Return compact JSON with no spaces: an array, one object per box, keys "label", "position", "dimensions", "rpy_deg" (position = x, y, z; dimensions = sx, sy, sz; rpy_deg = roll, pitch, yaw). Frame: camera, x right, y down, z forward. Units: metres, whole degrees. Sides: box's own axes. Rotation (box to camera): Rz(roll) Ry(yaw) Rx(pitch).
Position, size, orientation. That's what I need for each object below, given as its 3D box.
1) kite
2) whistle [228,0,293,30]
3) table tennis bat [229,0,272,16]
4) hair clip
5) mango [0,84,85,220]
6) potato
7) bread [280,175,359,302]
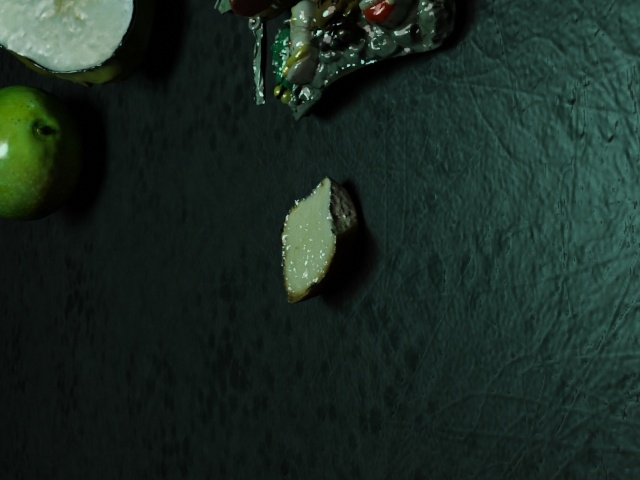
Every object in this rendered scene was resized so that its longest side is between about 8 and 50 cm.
[{"label":"kite","position":[-0.078,-0.294,1.555],"dimensions":[0.229,0.012,0.250],"rpy_deg":[4,92,58]},{"label":"whistle","position":[-0.059,-0.351,1.473],"dimensions":[0.107,0.057,0.220],"rpy_deg":[-2,78,44]},{"label":"table tennis bat","position":[-0.123,-0.434,1.481],"dimensions":[0.268,0.051,0.415],"rpy_deg":[-47,48,41]},{"label":"hair clip","position":[0.020,-0.228,1.308],"dimensions":[0.321,0.091,0.138],"rpy_deg":[-24,65,56]},{"label":"mango","position":[-0.514,-0.149,2.111],"dimensions":[0.382,0.201,0.225],"rpy_deg":[11,107,62]},{"label":"potato","position":[-0.341,-0.348,1.858],"dimensions":[0.299,0.196,0.246],"rpy_deg":[25,98,28]},{"label":"bread","position":[0.000,0.000,1.380],"dimensions":[0.129,0.044,0.126],"rpy_deg":[134,137,-53]}]
